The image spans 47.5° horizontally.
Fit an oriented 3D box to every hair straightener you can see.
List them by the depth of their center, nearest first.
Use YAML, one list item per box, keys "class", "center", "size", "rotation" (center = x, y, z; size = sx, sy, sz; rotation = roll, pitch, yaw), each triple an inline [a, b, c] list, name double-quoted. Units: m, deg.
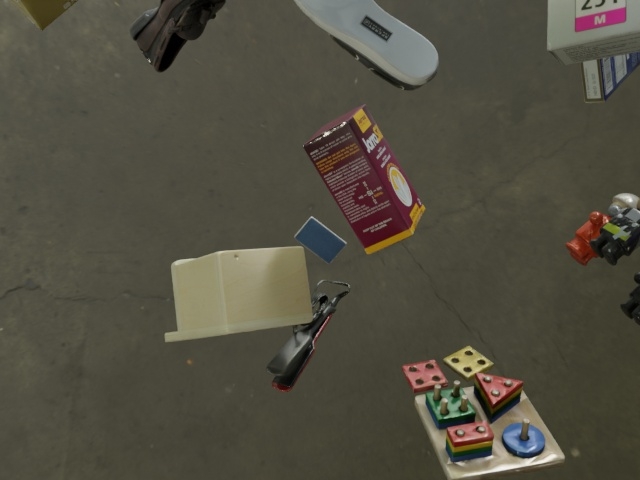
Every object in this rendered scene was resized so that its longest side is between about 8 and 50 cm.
- class: "hair straightener"
  center: [-0.017, 0.144, 1.233]
  size: [0.047, 0.230, 0.089]
  rotation: [17, 141, 32]

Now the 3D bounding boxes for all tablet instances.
- class: "tablet"
  center: [0.000, 0.000, 1.321]
  size: [0.083, 0.006, 0.054]
  rotation: [37, 109, -10]

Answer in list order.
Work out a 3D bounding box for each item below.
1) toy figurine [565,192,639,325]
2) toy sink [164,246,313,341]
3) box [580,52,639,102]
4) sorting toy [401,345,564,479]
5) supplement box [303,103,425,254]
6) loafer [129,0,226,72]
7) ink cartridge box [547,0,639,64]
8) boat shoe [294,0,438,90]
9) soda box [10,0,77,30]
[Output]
- class: "toy figurine"
  center: [0.518, 0.023, 1.140]
  size: [0.148, 0.209, 0.213]
  rotation: [-41, 83, 1]
- class: "toy sink"
  center: [-0.145, 0.084, 1.170]
  size: [0.153, 0.234, 0.131]
  rotation: [-3, 82, -35]
- class: "box"
  center: [0.447, -0.312, 1.106]
  size: [0.037, 0.225, 0.136]
  rotation: [5, 122, 41]
- class: "sorting toy"
  center: [0.188, 0.199, 0.839]
  size: [0.133, 0.274, 0.046]
  rotation: [-7, 120, -8]
- class: "supplement box"
  center: [0.067, -0.090, 1.060]
  size: [0.081, 0.104, 0.188]
  rotation: [-25, 103, 27]
- class: "loafer"
  center: [-0.227, -0.372, 1.234]
  size: [0.109, 0.303, 0.095]
  rotation: [-27, 100, -34]
- class: "ink cartridge box"
  center: [0.388, -0.331, 0.781]
  size: [0.275, 0.060, 0.238]
  rotation: [-3, 79, 35]
- class: "boat shoe"
  center: [0.047, -0.269, 0.916]
  size: [0.229, 0.076, 0.080]
  rotation: [35, 78, -1]
- class: "soda box"
  center: [-0.318, -0.300, 0.744]
  size: [0.061, 0.181, 0.058]
  rotation: [43, 80, 13]
